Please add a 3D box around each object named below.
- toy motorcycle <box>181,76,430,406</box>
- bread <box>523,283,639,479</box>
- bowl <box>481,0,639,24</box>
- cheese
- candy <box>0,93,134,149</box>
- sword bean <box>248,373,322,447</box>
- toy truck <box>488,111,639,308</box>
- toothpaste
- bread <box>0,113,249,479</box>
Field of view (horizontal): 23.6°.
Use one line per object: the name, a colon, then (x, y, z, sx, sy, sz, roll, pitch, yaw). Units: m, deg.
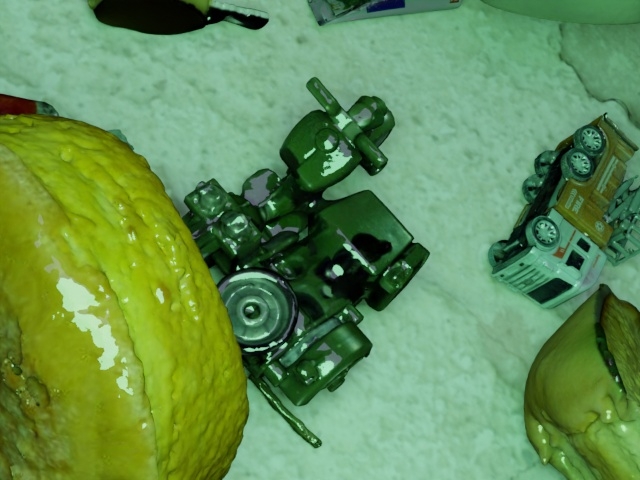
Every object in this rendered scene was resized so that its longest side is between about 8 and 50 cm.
toy motorcycle: (0.000, 0.000, 1.280, 0.275, 0.127, 0.205, -37, 79, -25)
bread: (0.244, 0.153, 1.292, 0.174, 0.133, 0.251, 47, 19, -2)
bowl: (0.242, -0.310, 1.431, 0.354, 0.354, 0.185, -2, 111, -19)
cheese: (-0.120, -0.211, 1.369, 0.162, 0.086, 0.036, 9, 70, -30)
candy: (-0.299, -0.085, 1.257, 0.292, 0.059, 0.086, 8, 61, -15)
sword bean: (-0.030, 0.142, 1.270, 0.083, 0.012, 0.012, 47, 61, 4)
toy truck: (0.237, -0.014, 1.394, 0.115, 0.080, 0.177, 39, 58, -9)
toothpaste: (0.070, -0.230, 1.465, 0.170, 0.028, 0.045, -9, 59, -19)
bread: (-0.218, 0.072, 1.082, 0.204, 0.337, 0.358, -25, 77, -51)
